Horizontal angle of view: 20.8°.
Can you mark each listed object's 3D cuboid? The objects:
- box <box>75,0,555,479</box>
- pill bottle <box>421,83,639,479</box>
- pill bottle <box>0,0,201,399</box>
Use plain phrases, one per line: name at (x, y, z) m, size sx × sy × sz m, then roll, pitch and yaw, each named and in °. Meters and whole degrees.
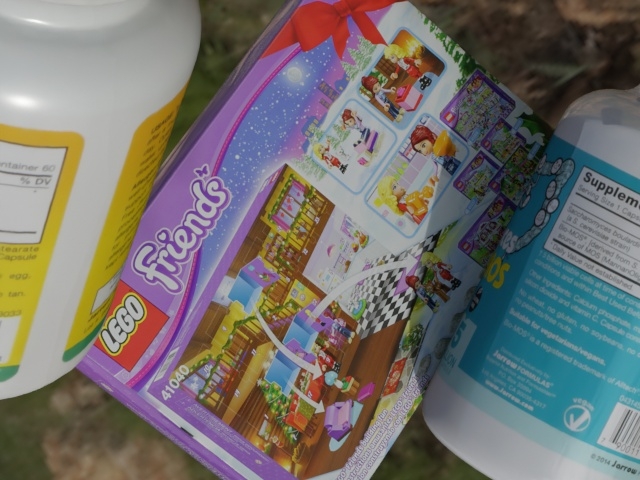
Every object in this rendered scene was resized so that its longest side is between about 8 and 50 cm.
box at (0.000, 0.000, 1.030) m, size 0.201 × 0.293 × 0.057 m, roll 40°, pitch 162°, yaw -13°
pill bottle at (0.174, 0.017, 0.980) m, size 0.146 × 0.146 × 0.264 m, roll 31°, pitch 99°, yaw 32°
pill bottle at (-0.107, -0.051, 0.594) m, size 0.117 × 0.117 × 0.208 m, roll 43°, pitch 136°, yaw 19°
